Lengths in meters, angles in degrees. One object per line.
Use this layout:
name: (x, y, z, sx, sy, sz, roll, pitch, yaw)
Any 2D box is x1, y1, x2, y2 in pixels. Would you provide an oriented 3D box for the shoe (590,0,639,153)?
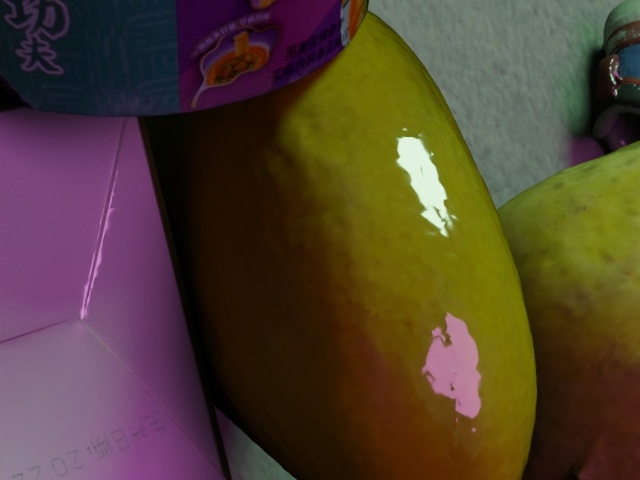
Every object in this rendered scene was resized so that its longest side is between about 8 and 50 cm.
shoe: (0.257, -0.051, 1.059, 0.227, 0.099, 0.125, 48, 45, -18)

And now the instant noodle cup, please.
instant noodle cup: (-0.076, -0.173, 0.591, 0.251, 0.251, 0.190, -35, 139, -41)

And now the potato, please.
potato: (0.164, 0.117, 0.828, 0.296, 0.397, 0.290, -4, 45, -32)

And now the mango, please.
mango: (-0.002, -0.008, 0.689, 0.142, 0.331, 0.195, -11, 109, -15)

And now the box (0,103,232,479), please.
box: (-0.167, 0.045, 0.624, 0.195, 0.148, 0.177, -19, 98, -43)
